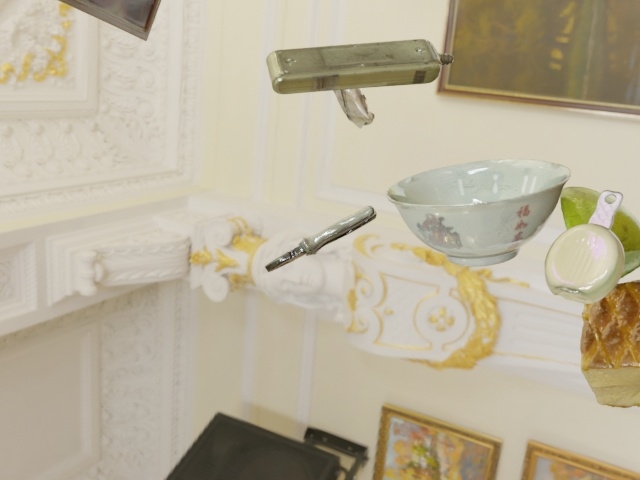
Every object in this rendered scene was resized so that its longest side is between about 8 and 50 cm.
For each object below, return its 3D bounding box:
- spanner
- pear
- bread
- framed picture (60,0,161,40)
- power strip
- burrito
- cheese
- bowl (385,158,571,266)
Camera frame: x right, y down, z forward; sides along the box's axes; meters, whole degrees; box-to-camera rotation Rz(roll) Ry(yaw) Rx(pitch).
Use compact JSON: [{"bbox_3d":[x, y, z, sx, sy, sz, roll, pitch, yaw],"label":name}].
[{"bbox_3d":[0.000,0.000,1.680,0.040,0.324,0.095,63,-174,12],"label":"spanner"},{"bbox_3d":[0.702,-0.046,1.603,0.288,0.139,0.239,16,-134,-47],"label":"pear"},{"bbox_3d":[0.813,0.254,1.608,0.207,0.278,0.279,55,-135,-32],"label":"bread"},{"bbox_3d":[-0.312,-0.451,1.031,0.289,0.020,0.211,-26,-41,-78],"label":"framed picture"},{"bbox_3d":[0.086,-0.350,1.300,0.066,0.387,0.092,100,159,-56],"label":"power strip"},{"bbox_3d":[0.067,-0.390,1.675,0.060,0.226,0.087,-25,-12,-18],"label":"burrito"},{"bbox_3d":[0.507,0.006,1.205,0.064,0.137,0.228,38,-105,-49],"label":"cheese"},{"bbox_3d":[0.388,-0.056,1.580,0.434,0.434,0.196,-34,-62,-54],"label":"bowl"}]
